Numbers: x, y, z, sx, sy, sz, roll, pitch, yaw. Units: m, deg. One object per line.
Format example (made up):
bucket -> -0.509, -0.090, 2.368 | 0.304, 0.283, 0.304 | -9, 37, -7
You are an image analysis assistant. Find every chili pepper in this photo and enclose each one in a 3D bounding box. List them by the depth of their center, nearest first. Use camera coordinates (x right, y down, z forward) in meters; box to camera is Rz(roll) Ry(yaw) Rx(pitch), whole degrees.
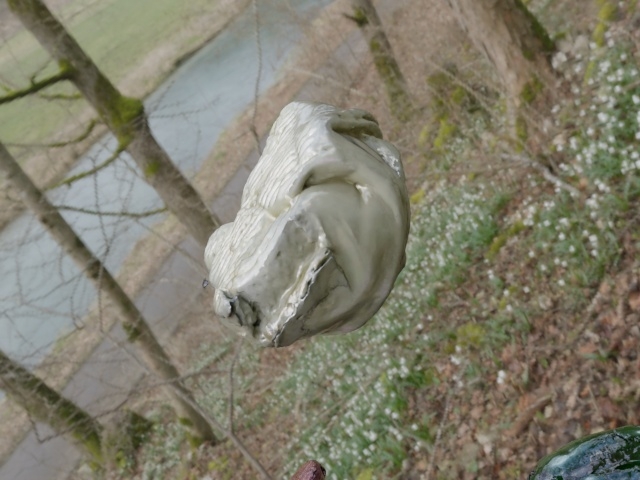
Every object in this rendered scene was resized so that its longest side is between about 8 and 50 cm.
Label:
chili pepper -> 0.548, 0.483, 1.365 | 0.257, 0.248, 0.233 | -31, 60, -3

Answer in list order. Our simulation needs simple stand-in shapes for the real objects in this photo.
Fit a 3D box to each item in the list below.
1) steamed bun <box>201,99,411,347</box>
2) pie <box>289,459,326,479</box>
steamed bun -> 0.000, 0.000, 1.003 | 0.347, 0.238, 0.393 | -39, 29, 50
pie -> -0.055, 0.476, 1.305 | 0.182, 0.050, 0.182 | -52, -3, -3
